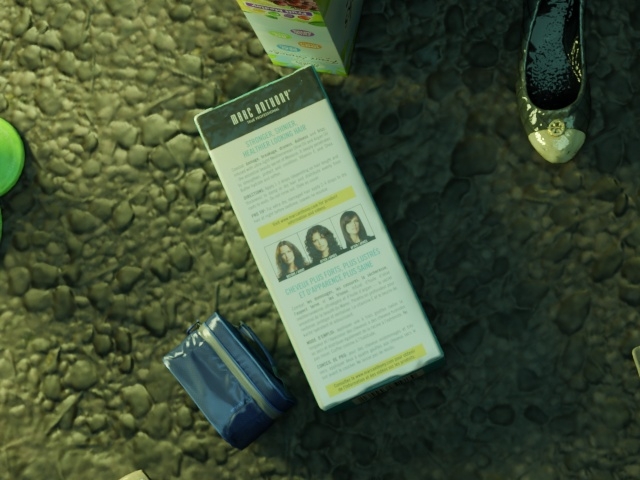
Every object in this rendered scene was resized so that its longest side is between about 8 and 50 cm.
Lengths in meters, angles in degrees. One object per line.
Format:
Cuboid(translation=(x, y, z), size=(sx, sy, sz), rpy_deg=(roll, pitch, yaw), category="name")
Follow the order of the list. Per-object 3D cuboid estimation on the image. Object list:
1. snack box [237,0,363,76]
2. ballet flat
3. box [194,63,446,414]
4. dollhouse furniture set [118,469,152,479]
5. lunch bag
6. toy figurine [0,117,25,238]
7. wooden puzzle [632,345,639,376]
Cuboid(translation=(-0.004, -0.232, 1.246), size=(0.070, 0.207, 0.175), rpy_deg=(11, 83, 8), category="snack box")
Cuboid(translation=(0.175, -0.144, 1.290), size=(0.057, 0.049, 0.173), rpy_deg=(-2, 80, 7), category="ballet flat")
Cuboid(translation=(0.000, 0.000, 1.280), size=(0.100, 0.060, 0.244), rpy_deg=(-24, 79, 2), category="box")
Cuboid(translation=(-0.236, 0.250, 1.142), size=(0.286, 0.303, 0.198), rpy_deg=(-40, 79, -1), category="dollhouse furniture set")
Cuboid(translation=(-0.066, 0.099, 1.268), size=(0.065, 0.067, 0.098), rpy_deg=(-39, 77, -1), category="lunch bag")
Cuboid(translation=(-0.309, -0.039, 1.273), size=(0.130, 0.159, 0.173), rpy_deg=(40, 86, 11), category="toy figurine")
Cuboid(translation=(0.275, 0.102, 1.255), size=(0.078, 0.014, 0.116), rpy_deg=(-25, 78, 2), category="wooden puzzle")
